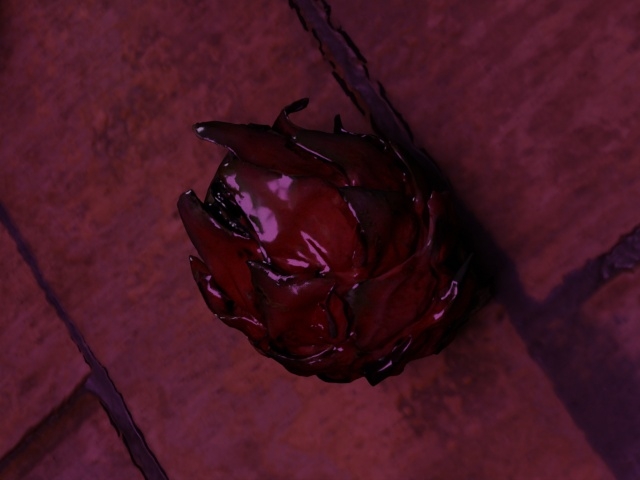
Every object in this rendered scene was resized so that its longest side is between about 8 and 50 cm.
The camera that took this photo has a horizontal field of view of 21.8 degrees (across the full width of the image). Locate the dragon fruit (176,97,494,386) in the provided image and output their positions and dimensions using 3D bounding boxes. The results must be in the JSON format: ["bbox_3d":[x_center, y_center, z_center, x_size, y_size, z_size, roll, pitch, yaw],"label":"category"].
[{"bbox_3d":[0.006,0.007,1.097,0.188,0.182,0.182,47,117,30],"label":"dragon fruit"}]
